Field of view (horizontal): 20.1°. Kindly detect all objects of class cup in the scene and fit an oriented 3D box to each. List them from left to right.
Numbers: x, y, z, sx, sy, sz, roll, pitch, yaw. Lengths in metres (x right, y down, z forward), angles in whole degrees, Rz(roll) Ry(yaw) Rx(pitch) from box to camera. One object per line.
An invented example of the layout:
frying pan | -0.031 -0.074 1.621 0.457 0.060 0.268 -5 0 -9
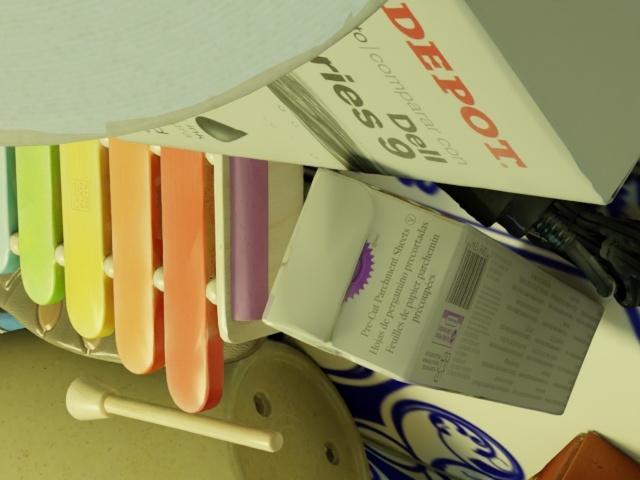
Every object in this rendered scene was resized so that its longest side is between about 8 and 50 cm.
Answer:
cup | -0.104 0.187 1.303 0.237 0.331 0.331 -24 124 29

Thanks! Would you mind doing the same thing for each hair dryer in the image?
hair dryer | 0.177 0.013 0.765 0.293 0.080 0.223 33 -175 8

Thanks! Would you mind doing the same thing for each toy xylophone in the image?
toy xylophone | -0.108 0.003 1.015 0.322 0.081 0.236 -2 95 51

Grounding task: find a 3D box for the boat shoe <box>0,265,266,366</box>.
boat shoe | -0.172 0.001 1.241 0.355 0.132 0.130 18 -179 28

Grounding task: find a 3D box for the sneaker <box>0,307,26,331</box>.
sneaker | -0.231 0.059 1.509 0.082 0.069 0.209 42 160 -27

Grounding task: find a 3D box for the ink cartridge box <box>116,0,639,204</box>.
ink cartridge box | -0.021 -0.133 0.646 0.289 0.121 0.211 10 149 49

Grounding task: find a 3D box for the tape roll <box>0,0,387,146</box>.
tape roll | -0.105 -0.208 0.419 0.392 0.072 0.392 13 125 19

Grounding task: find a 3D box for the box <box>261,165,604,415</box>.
box | 0.062 0.032 0.795 0.063 0.067 0.324 23 -179 19

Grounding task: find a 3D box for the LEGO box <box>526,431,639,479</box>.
LEGO box | 0.057 0.412 1.076 0.193 0.500 0.372 36 141 2

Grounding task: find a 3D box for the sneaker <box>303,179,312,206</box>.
sneaker | 0.000 0.000 1.033 0.170 0.068 0.071 33 177 35
